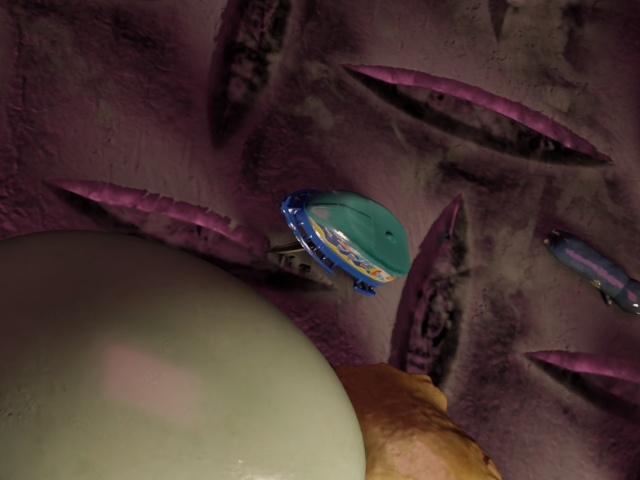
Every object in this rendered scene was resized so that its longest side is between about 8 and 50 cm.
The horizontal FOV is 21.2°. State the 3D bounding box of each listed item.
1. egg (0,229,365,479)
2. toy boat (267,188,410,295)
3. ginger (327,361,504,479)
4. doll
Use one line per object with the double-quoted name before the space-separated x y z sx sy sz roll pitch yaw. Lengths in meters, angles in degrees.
"egg" -0.149 0.141 1.363 0.389 0.276 0.276 23 59 -7
"toy boat" 0.000 0.000 1.596 0.175 0.110 0.091 31 47 -53
"ginger" 0.083 0.209 1.485 0.152 0.138 0.267 -8 64 -50
"doll" 0.278 0.031 1.711 0.125 0.027 0.037 37 58 5
